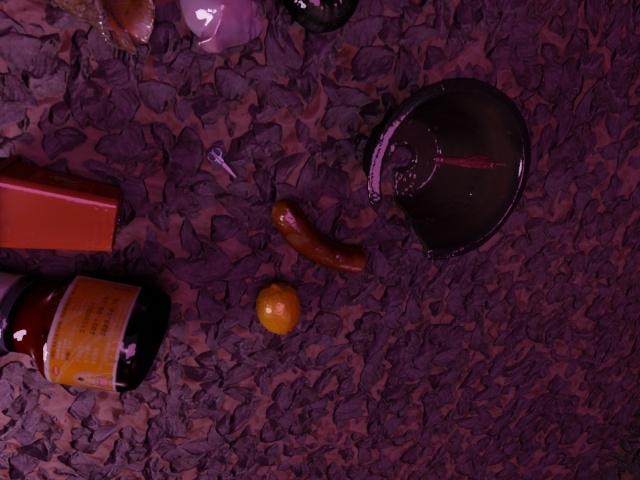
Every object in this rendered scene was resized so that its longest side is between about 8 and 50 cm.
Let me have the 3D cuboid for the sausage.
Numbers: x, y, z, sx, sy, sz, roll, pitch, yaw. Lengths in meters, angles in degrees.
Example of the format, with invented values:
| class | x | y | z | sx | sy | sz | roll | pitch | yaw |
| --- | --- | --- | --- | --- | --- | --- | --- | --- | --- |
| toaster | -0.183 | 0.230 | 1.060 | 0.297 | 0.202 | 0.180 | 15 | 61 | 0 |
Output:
| class | x | y | z | sx | sy | sz | roll | pitch | yaw |
| --- | --- | --- | --- | --- | --- | --- | --- | --- | --- |
| sausage | -0.004 | 0.004 | 1.059 | 0.302 | 0.076 | 0.102 | 31 | 92 | -27 |

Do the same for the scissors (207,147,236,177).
| class | x | y | z | sx | sy | sz | roll | pitch | yaw |
| --- | --- | --- | --- | --- | --- | --- | --- | --- | --- |
| scissors | -0.219 | -0.173 | 0.957 | 0.036 | 0.006 | 0.083 | -42 | 117 | 0 |

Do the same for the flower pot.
| class | x | y | z | sx | sy | sz | roll | pitch | yaw |
| --- | --- | --- | --- | --- | --- | --- | --- | --- | --- |
| flower pot | 0.250 | -0.178 | 0.965 | 0.380 | 0.251 | 0.379 | -5 | 111 | -14 |

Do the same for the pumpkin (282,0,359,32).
| class | x | y | z | sx | sy | sz | roll | pitch | yaw |
| --- | --- | --- | --- | --- | --- | --- | --- | --- | --- |
| pumpkin | 0.001 | -0.502 | 0.826 | 0.167 | 0.125 | 0.167 | -1 | 97 | -5 |

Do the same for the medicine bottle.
| class | x | y | z | sx | sy | sz | roll | pitch | yaw |
| --- | --- | --- | --- | --- | --- | --- | --- | --- | --- |
| medicine bottle | -0.545 | 0.171 | 0.883 | 0.395 | 0.242 | 0.242 | 13 | 107 | -7 |

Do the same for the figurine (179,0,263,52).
| class | x | y | z | sx | sy | sz | roll | pitch | yaw |
| --- | --- | --- | --- | --- | --- | --- | --- | --- | --- |
| figurine | -0.199 | -0.468 | 0.749 | 0.133 | 0.200 | 0.275 | -21 | 88 | -26 |

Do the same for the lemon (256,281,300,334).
| class | x | y | z | sx | sy | sz | roll | pitch | yaw |
| --- | --- | --- | --- | --- | --- | --- | --- | --- | --- |
| lemon | -0.107 | 0.175 | 1.076 | 0.114 | 0.114 | 0.155 | -10 | 116 | -14 |

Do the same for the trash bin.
| class | x | y | z | sx | sy | sz | roll | pitch | yaw |
| --- | --- | --- | --- | --- | --- | --- | --- | --- | --- |
| trash bin | -0.527 | -0.047 | 0.830 | 0.239 | 0.161 | 0.184 | 11 | 108 | -25 |

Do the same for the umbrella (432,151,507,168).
| class | x | y | z | sx | sy | sz | roll | pitch | yaw |
| --- | --- | --- | --- | --- | --- | --- | --- | --- | --- |
| umbrella | 0.298 | -0.157 | 0.840 | 0.165 | 0.025 | 0.027 | 2 | 128 | -15 |

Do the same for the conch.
| class | x | y | z | sx | sy | sz | roll | pitch | yaw |
| --- | --- | --- | --- | --- | --- | --- | --- | --- | --- |
| conch | -0.374 | -0.427 | 0.736 | 0.155 | 0.130 | 0.207 | -14 | 137 | 16 |
